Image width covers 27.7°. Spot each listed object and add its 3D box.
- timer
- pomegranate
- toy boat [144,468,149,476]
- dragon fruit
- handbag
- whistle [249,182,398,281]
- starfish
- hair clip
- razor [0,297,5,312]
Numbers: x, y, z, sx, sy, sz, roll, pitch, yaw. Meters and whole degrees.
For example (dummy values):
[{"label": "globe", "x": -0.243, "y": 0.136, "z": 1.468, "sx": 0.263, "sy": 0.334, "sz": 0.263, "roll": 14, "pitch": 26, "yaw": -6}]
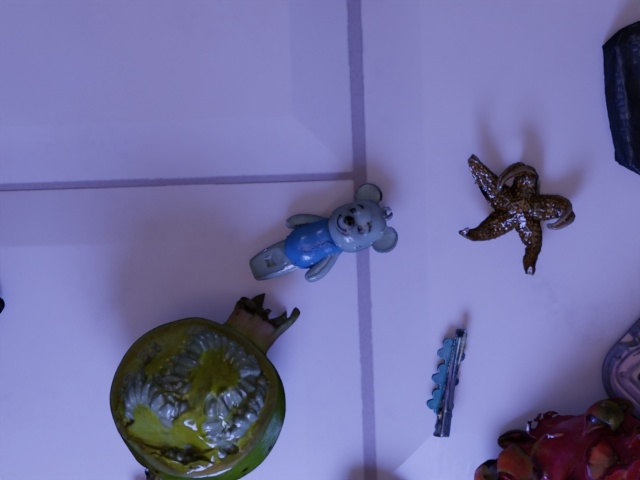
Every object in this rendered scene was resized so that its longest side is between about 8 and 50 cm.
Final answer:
[{"label": "timer", "x": 0.539, "y": 0.195, "z": 1.944, "sx": 0.191, "sy": 0.069, "sz": 0.208, "roll": 41, "pitch": 100, "yaw": 2}, {"label": "pomegranate", "x": -0.160, "y": 0.218, "z": 1.939, "sx": 0.260, "sy": 0.260, "sz": 0.341, "roll": 42, "pitch": 70, "yaw": -1}, {"label": "toy boat", "x": -0.198, "y": 0.431, "z": 2.050, "sx": 0.210, "sy": 0.052, "sz": 0.104, "roll": 41, "pitch": 96, "yaw": -2}, {"label": "dragon fruit", "x": 0.383, "y": 0.342, "z": 1.894, "sx": 0.307, "sy": 0.243, "sz": 0.228, "roll": 1, "pitch": 79, "yaw": 3}, {"label": "handbag", "x": 0.508, "y": -0.210, "z": 1.894, "sx": 0.175, "sy": 0.088, "sz": 0.270, "roll": -8, "pitch": 96, "yaw": -1}, {"label": "whistle", "x": 0.000, "y": 0.000, "z": 1.968, "sx": 0.235, "sy": 0.077, "sz": 0.114, "roll": -23, "pitch": 75, "yaw": 11}, {"label": "starfish", "x": 0.277, "y": -0.046, "z": 1.934, "sx": 0.190, "sy": 0.074, "sz": 0.146, "roll": 42, "pitch": 97, "yaw": -1}, {"label": "hair clip", "x": 0.192, "y": 0.218, "z": 1.991, "sx": 0.049, "sy": 0.049, "sz": 0.173, "roll": 11, "pitch": 93, "yaw": 4}, {"label": "razor", "x": -0.651, "y": 0.156, "z": 2.027, "sx": 0.189, "sy": 0.107, "sz": 0.327, "roll": 42, "pitch": 94, "yaw": 1}]
